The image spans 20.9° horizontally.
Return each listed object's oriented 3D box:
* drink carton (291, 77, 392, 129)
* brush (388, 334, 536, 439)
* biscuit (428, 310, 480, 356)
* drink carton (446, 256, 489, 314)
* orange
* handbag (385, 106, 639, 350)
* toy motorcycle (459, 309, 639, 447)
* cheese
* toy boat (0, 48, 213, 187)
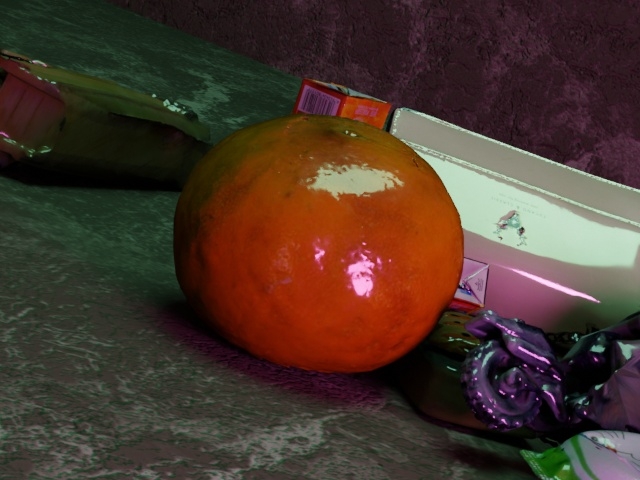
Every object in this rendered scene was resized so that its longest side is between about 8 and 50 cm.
[{"bbox_3d":[-0.005,-0.069,2.000,0.071,0.222,0.096,26,12,33],"label":"drink carton"},{"bbox_3d":[0.140,0.131,1.719,0.123,0.059,0.197,17,11,-16],"label":"brush"},{"bbox_3d":[0.152,0.094,1.713,0.119,0.019,0.130,14,12,-20],"label":"biscuit"},{"bbox_3d":[0.107,0.057,1.829,0.071,0.056,0.166,19,-22,-20],"label":"drink carton"},{"bbox_3d":[0.000,0.000,1.662,0.284,0.226,0.284,10,23,-4],"label":"orange"},{"bbox_3d":[0.222,-0.001,2.146,0.359,0.160,0.236,19,44,-3],"label":"handbag"},{"bbox_3d":[0.244,0.122,1.608,0.270,0.159,0.106,19,-30,-28],"label":"toy motorcycle"},{"bbox_3d":[0.324,0.233,1.490,0.321,0.083,0.204,16,12,-13],"label":"cheese"},{"bbox_3d":[-0.282,-0.141,2.147,0.162,0.136,0.445,30,10,27],"label":"toy boat"}]
